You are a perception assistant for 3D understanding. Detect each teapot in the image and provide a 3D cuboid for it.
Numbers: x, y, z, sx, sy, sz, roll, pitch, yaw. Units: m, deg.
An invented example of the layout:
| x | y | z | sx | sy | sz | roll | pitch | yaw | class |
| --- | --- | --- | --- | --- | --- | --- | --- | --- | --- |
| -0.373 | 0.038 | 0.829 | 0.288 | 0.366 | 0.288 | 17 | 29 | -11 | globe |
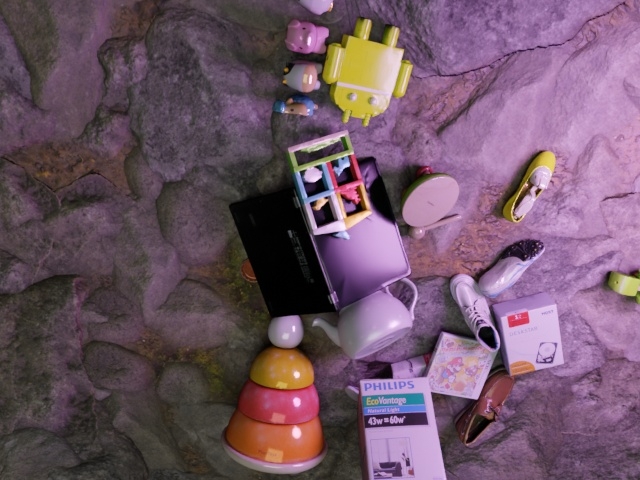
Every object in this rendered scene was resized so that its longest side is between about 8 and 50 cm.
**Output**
| x | y | z | sx | sy | sz | roll | pitch | yaw | class |
| --- | --- | --- | --- | --- | --- | --- | --- | --- | --- |
| 0.152 | 0.236 | 1.721 | 0.252 | 0.256 | 0.187 | -44 | 63 | 37 | teapot |

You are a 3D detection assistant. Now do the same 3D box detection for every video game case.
| x | y | z | sx | sy | sz | roll | pitch | yaw | class |
| --- | --- | --- | --- | --- | --- | --- | --- | --- | --- |
| 0.462 | 0.418 | 1.836 | 0.226 | 0.026 | 0.207 | 15 | 102 | -20 | video game case |

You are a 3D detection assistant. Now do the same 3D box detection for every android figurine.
| x | y | z | sx | sy | sz | roll | pitch | yaw | class |
| --- | --- | --- | --- | --- | --- | --- | --- | --- | --- |
| 0.122 | -0.444 | 1.482 | 0.248 | 0.056 | 0.273 | 7 | 111 | -23 | android figurine |

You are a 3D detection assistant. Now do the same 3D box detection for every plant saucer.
| x | y | z | sx | sy | sz | roll | pitch | yaw | class |
| --- | --- | --- | --- | --- | --- | --- | --- | --- | --- |
| -0.210 | 0.092 | 1.750 | 0.083 | 0.013 | 0.084 | 0 | 112 | 1 | plant saucer |

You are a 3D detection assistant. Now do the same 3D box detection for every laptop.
| x | y | z | sx | sy | sz | roll | pitch | yaw | class |
| --- | --- | --- | --- | --- | --- | --- | --- | --- | --- |
| 0.000 | 0.000 | 1.677 | 0.407 | 0.236 | 0.382 | -11 | 104 | 35 | laptop |

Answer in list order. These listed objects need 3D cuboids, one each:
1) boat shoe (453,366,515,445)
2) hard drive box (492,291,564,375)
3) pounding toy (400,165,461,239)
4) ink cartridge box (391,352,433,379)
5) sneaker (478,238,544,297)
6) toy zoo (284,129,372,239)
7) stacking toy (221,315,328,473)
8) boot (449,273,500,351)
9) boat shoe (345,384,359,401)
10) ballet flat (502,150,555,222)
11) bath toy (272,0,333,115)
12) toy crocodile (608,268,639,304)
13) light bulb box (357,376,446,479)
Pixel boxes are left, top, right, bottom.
| x | y | z | sx | sy | sz | roll | pitch | yaw | class |
| --- | --- | --- | --- | --- | --- | --- | --- | --- | --- |
| 0.577 | 0.577 | 1.903 | 0.110 | 0.104 | 0.307 | 23 | 110 | -9 | boat shoe |
| 0.674 | 0.305 | 1.799 | 0.181 | 0.089 | 0.232 | -16 | 111 | 6 | hard drive box |
| 0.304 | -0.128 | 1.628 | 0.182 | 0.110 | 0.237 | -28 | 140 | -1 | pounding toy |
| 0.324 | 0.457 | 1.875 | 0.150 | 0.063 | 0.109 | -17 | 112 | 6 | ink cartridge box |
| 0.596 | 0.086 | 1.721 | 0.237 | 0.085 | 0.086 | -43 | 133 | 12 | sneaker |
| 0.031 | -0.141 | 1.544 | 0.192 | 0.030 | 0.294 | -22 | 100 | -21 | toy zoo |
| -0.120 | 0.462 | 1.790 | 0.350 | 0.350 | 0.480 | 8 | 95 | -4 | stacking toy |
| 0.497 | 0.230 | 1.748 | 0.095 | 0.123 | 0.258 | -31 | 109 | 12 | boot |
| 0.145 | 0.538 | 1.921 | 0.142 | 0.040 | 0.049 | 39 | 137 | -15 | boat shoe |
| 0.619 | -0.149 | 1.617 | 0.077 | 0.077 | 0.231 | 26 | 110 | -10 | ballet flat |
| -0.047 | -0.505 | 1.426 | 0.128 | 0.151 | 0.349 | 2 | 112 | -20 | bath toy |
| 1.077 | 0.124 | 1.727 | 0.340 | 0.105 | 0.115 | -8 | 112 | -2 | toy crocodile |
| 0.241 | 0.677 | 1.748 | 0.225 | 0.361 | 0.358 | -2 | 139 | 0 | light bulb box |
